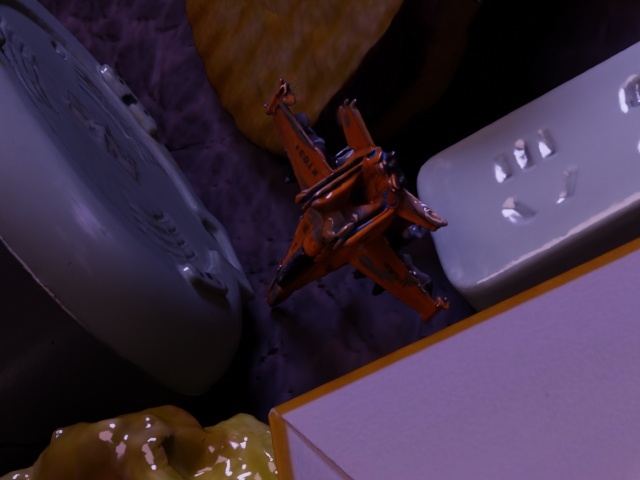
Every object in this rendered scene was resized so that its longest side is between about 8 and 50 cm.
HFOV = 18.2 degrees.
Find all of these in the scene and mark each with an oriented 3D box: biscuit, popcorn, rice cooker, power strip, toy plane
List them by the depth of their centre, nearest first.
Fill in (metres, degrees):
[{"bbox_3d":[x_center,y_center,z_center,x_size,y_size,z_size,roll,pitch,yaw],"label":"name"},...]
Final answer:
[{"bbox_3d":[-0.055,0.167,0.906,0.197,0.155,0.198,-8,64,17],"label":"popcorn"},{"bbox_3d":[0.225,-0.081,0.934,0.385,0.062,0.091,-29,52,16],"label":"power strip"},{"bbox_3d":[0.009,-0.006,0.989,0.062,0.188,0.135,-34,82,-17],"label":"toy plane"},{"bbox_3d":[-0.210,0.022,1.024,0.277,0.288,0.288,-37,48,11],"label":"rice cooker"},{"bbox_3d":[0.006,-0.196,1.060,0.318,0.040,0.318,-3,87,60],"label":"biscuit"}]

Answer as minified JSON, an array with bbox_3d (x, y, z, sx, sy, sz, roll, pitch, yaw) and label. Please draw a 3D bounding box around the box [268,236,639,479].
[{"bbox_3d":[0.165,0.153,0.724,0.283,0.214,0.260,-25,48,17],"label":"box"}]
